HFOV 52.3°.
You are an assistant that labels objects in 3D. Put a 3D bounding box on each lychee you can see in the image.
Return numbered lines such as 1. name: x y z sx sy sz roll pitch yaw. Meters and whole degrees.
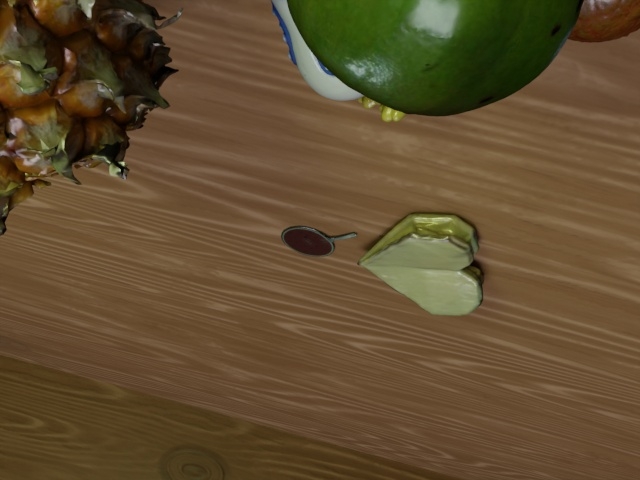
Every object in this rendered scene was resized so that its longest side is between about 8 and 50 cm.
1. lychee: 0.183 -0.195 0.455 0.140 0.114 0.101 6 131 -20

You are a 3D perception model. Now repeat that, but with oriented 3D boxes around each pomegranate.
1. pomegranate: 0.079 -0.182 0.367 0.187 0.187 0.225 22 137 -12

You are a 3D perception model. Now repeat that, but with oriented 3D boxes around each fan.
1. fan: 0.000 0.000 0.983 0.133 0.005 0.085 -8 143 36

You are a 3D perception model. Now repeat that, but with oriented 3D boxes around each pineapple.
1. pineapple: -0.280 -0.191 0.444 0.353 0.352 0.300 7 141 14

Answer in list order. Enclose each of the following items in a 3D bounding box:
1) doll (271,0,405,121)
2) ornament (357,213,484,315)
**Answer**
1. doll: -0.015 -0.202 0.518 0.138 0.119 0.293 36 174 46
2. ornament: 0.138 0.033 0.931 0.180 0.059 0.201 3 146 23
